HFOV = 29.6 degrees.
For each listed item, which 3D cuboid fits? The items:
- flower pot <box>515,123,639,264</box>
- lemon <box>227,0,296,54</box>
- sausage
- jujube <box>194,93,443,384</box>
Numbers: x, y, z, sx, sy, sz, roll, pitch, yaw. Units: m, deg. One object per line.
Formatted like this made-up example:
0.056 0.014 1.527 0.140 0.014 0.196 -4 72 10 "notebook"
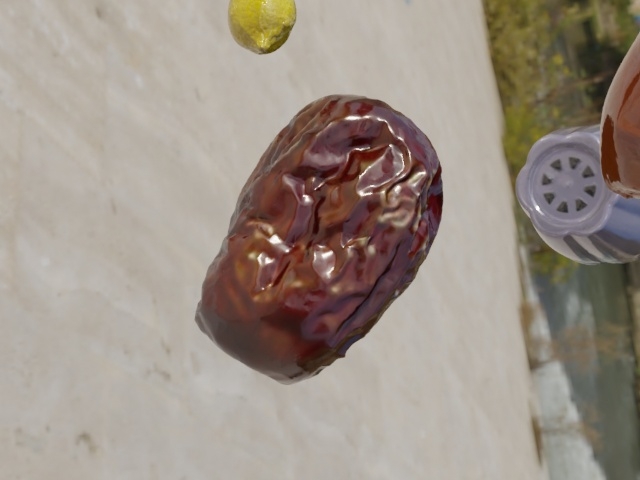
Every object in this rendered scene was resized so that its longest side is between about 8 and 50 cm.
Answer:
0.465 -0.084 2.091 0.243 0.265 0.265 2 77 -64 "flower pot"
-0.054 -0.204 1.108 0.065 0.065 0.092 55 25 -52 "lemon"
0.302 -0.136 0.934 0.133 0.133 0.258 -82 -169 -49 "sausage"
0.001 -0.001 1.565 0.276 0.377 0.276 38 -1 1 "jujube"
